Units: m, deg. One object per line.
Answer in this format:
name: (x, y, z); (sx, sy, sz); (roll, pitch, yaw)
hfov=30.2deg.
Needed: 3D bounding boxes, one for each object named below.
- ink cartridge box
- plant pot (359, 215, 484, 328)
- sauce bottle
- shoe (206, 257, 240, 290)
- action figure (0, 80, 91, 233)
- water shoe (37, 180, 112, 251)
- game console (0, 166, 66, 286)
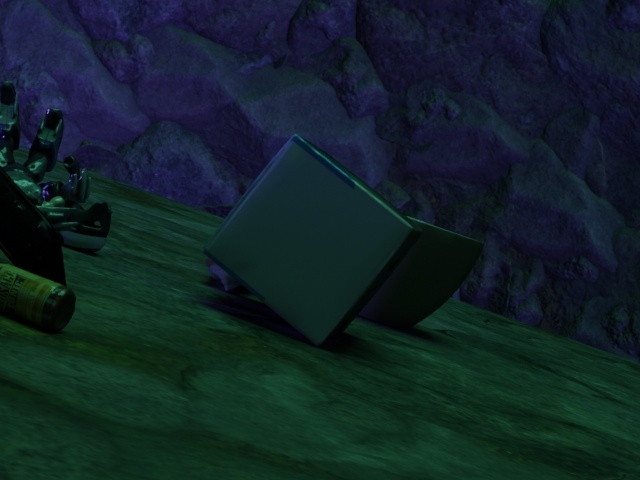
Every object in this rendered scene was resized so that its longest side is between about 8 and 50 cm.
ink cartridge box: (0.000, 0.000, 1.618); (0.198, 0.197, 0.270); (39, 5, 6)
plant pot: (0.125, 0.047, 2.099); (0.284, 0.191, 0.284); (18, 3, -1)
sauce bottle: (-0.277, 0.041, 1.035); (0.128, 0.042, 0.042); (17, 2, 15)
shoe: (-0.129, 0.048, 1.827); (0.058, 0.076, 0.219); (63, 6, 5)
action figure: (-0.394, -0.093, 1.539); (0.185, 0.099, 0.285); (15, 31, -18)
water shoe: (-0.385, -0.049, 1.652); (0.203, 0.080, 0.073); (19, 2, 4)
game console: (-0.356, -0.059, 1.219); (0.361, 0.044, 0.213); (43, -26, 33)
